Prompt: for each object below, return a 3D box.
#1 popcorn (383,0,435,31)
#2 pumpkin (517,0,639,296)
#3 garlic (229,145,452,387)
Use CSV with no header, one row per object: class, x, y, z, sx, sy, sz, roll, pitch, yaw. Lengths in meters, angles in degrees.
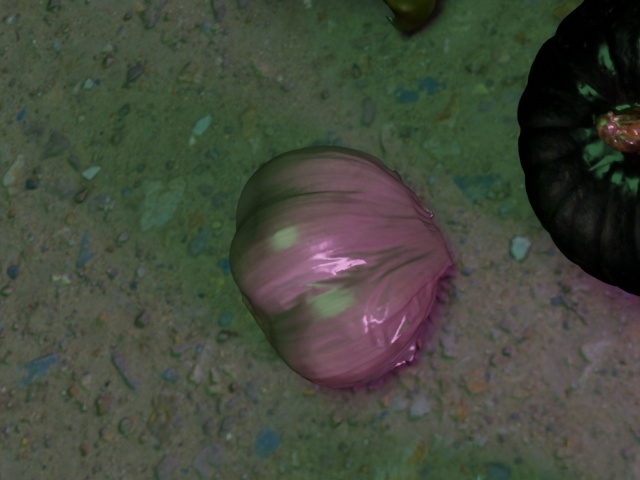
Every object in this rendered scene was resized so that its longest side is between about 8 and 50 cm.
popcorn,0.023,-0.395,1.209,0.326,0.290,0.321,-16,55,-4
pumpkin,0.257,-0.080,0.968,0.250,0.216,0.249,5,98,35
garlic,0.000,0.000,1.101,0.178,0.143,0.229,-30,47,11
